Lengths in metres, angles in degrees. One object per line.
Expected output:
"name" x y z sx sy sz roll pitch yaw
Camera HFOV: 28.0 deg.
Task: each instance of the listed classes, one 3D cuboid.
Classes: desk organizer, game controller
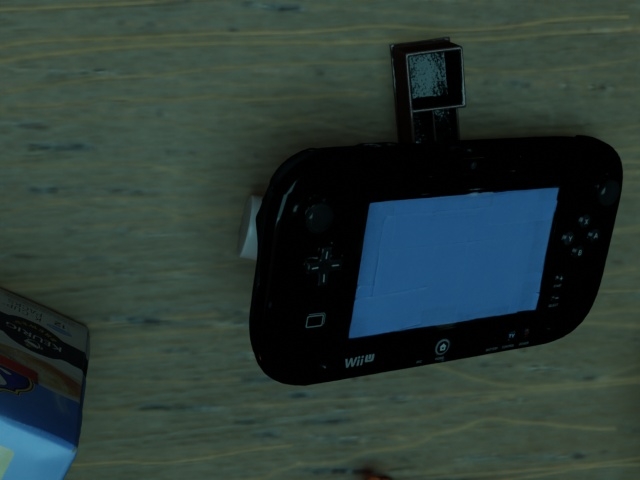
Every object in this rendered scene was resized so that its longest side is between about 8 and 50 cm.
"desk organizer" 0.084 -0.082 0.957 0.047 0.050 0.130 -8 105 -6
"game controller" 0.090 0.010 0.917 0.319 0.067 0.166 -6 105 -34

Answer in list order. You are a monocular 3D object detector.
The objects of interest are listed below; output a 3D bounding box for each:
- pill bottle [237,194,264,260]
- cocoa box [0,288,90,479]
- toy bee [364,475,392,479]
"pill bottle" 0.000 0.000 0.959 0.116 0.065 0.065 12 102 -11
"cocoa box" -0.335 0.196 0.877 0.231 0.228 0.347 27 99 -14
"toy bee" 0.072 0.267 0.991 0.298 0.195 0.162 4 79 2
